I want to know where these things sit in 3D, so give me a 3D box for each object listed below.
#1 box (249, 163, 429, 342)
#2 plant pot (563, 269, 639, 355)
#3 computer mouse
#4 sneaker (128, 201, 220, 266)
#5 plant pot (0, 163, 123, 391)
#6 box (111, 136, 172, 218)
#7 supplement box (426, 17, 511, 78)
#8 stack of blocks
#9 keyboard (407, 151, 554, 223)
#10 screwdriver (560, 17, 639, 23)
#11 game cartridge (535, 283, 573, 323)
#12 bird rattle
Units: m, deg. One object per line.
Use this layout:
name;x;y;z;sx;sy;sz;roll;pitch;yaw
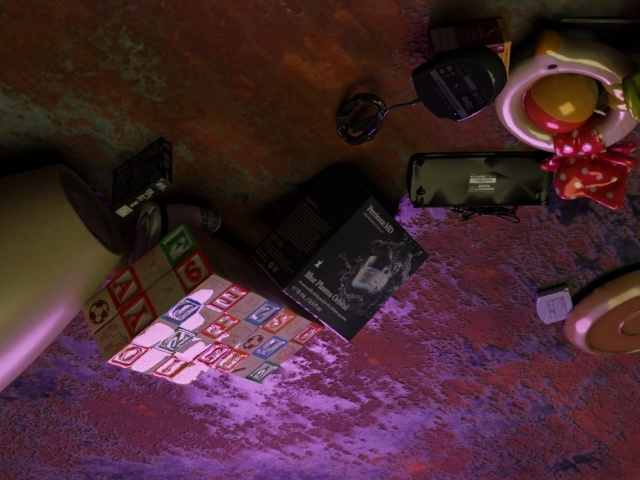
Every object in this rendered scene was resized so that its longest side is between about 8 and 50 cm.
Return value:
box;0.026;0.019;1.132;0.158;0.093;0.156;-47;134;1
plant pot;0.507;0.121;1.429;0.236;0.032;0.236;-8;142;-6
computer mouse;0.104;-0.155;0.971;0.242;0.041;0.071;-13;122;48
sneaker;-0.199;0.042;1.178;0.095;0.090;0.235;-2;144;-25
plant pot;-0.376;0.039;1.037;0.274;0.256;0.256;-32;138;3
box;-0.207;-0.072;1.042;0.083;0.067;0.018;-31;135;24
supplement box;0.159;-0.201;0.969;0.083;0.043;0.055;-9;142;2
stack of blocks;-0.140;0.102;1.165;0.171;0.087;0.297;-39;150;10
keyboard;0.202;-0.072;1.157;0.192;0.038;0.100;0;117;-8
screwdriver;0.345;-0.242;0.977;0.170;0.024;0.025;4;111;-6
game cartridge;0.364;0.100;1.403;0.056;0.017;0.083;-20;140;8
bird rattle;0.299;-0.154;1.023;0.207;0.143;0.253;21;156;-6
